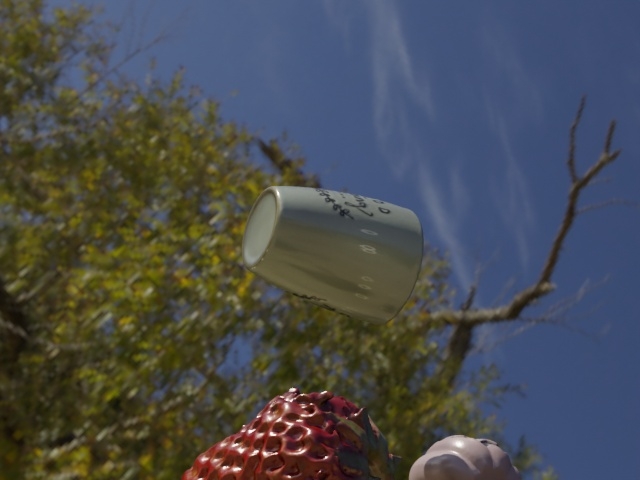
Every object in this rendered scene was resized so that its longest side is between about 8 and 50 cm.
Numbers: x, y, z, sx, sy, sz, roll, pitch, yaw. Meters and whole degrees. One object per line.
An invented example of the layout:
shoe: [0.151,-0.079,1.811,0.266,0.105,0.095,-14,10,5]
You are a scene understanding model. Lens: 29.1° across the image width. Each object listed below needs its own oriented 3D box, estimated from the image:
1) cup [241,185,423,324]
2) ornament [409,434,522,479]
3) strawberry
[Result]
cup: [0.000,0.000,1.900,0.234,0.186,0.258,17,12,-22]
ornament: [0.220,0.392,1.918,0.178,0.177,0.177,24,-42,23]
strawberry: [-0.048,0.268,1.289,0.245,0.205,0.205,-11,-60,21]
